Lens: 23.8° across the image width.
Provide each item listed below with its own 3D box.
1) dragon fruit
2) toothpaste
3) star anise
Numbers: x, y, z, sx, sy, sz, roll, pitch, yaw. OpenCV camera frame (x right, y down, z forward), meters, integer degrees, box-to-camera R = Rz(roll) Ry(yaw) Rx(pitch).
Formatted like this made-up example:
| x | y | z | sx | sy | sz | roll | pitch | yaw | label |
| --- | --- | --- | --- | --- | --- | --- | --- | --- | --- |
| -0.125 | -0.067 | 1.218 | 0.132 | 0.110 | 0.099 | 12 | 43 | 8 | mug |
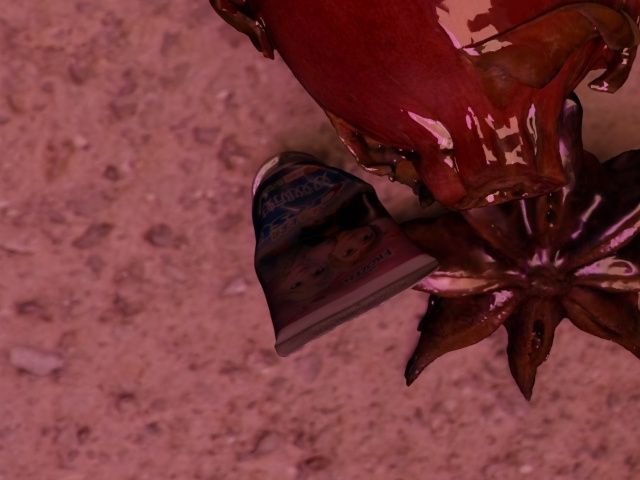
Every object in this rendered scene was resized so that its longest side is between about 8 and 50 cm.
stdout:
| x | y | z | sx | sy | sz | roll | pitch | yaw | label |
| --- | --- | --- | --- | --- | --- | --- | --- | --- | --- |
| 0.062 | -0.175 | 0.871 | 0.250 | 0.250 | 0.315 | 10 | 86 | -9 | dragon fruit |
| 0.000 | 0.000 | 0.906 | 0.096 | 0.266 | 0.061 | -30 | 108 | 0 | toothpaste |
| 0.144 | -0.002 | 1.019 | 0.272 | 0.102 | 0.272 | 0 | 132 | 0 | star anise |
